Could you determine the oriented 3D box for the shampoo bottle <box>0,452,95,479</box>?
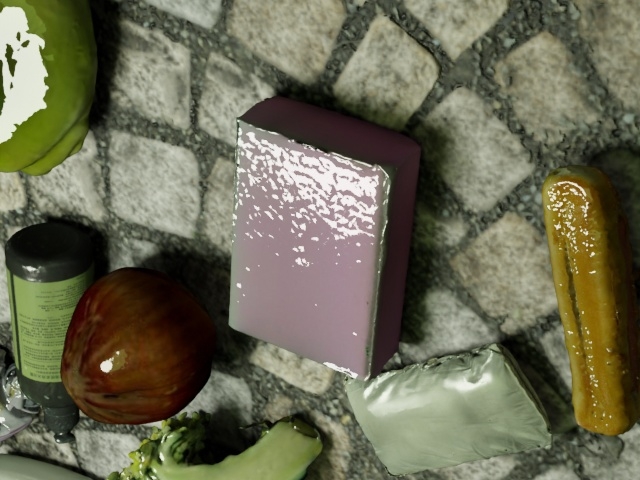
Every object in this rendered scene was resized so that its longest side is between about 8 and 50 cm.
[{"bbox_3d":[-0.404,0.348,2.057,0.284,0.071,0.153,14,126,28],"label":"shampoo bottle"}]

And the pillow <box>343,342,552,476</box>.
[{"bbox_3d":[0.129,0.179,1.630,0.229,0.051,0.128,-17,103,40],"label":"pillow"}]

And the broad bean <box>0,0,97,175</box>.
[{"bbox_3d":[-0.342,-0.205,1.664,0.238,0.119,0.291,16,123,24],"label":"broad bean"}]

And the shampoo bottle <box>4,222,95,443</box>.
[{"bbox_3d":[-0.314,0.120,1.845,0.101,0.101,0.284,17,124,24],"label":"shampoo bottle"}]

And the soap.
[{"bbox_3d":[0.001,-0.001,1.588,0.181,0.081,0.259,19,126,24],"label":"soap"}]

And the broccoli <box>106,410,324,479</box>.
[{"bbox_3d":[-0.120,0.296,1.822,0.242,0.273,0.180,44,176,-9],"label":"broccoli"}]

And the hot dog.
[{"bbox_3d":[0.259,0.058,1.469,0.087,0.061,0.286,11,123,31],"label":"hot dog"}]

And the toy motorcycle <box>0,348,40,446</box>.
[{"bbox_3d":[-0.443,0.198,1.989,0.225,0.073,0.152,13,116,17],"label":"toy motorcycle"}]

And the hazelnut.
[{"bbox_3d":[-0.206,0.117,1.724,0.204,0.178,0.178,-9,112,58],"label":"hazelnut"}]
